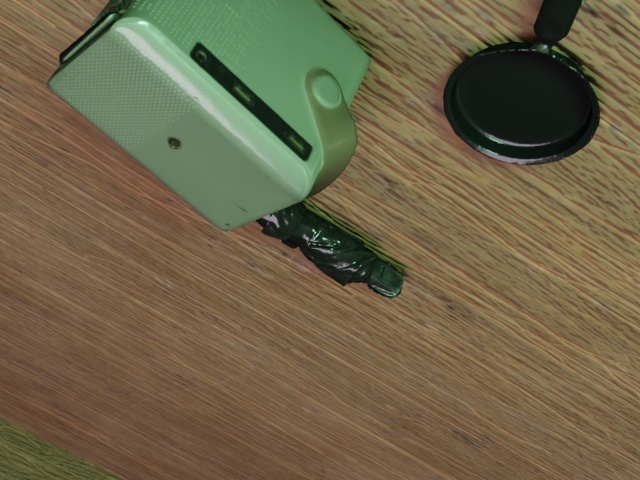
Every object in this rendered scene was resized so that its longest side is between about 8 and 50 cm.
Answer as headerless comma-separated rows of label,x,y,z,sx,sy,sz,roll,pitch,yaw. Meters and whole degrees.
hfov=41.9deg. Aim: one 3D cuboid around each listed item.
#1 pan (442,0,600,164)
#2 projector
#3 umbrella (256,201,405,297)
pan,0.180,-0.146,0.695,0.136,0.028,0.235,18,149,6
projector,-0.081,-0.137,0.728,0.242,0.177,0.163,41,144,-24
umbrella,0.000,0.000,0.980,0.236,0.059,0.066,33,163,-12
